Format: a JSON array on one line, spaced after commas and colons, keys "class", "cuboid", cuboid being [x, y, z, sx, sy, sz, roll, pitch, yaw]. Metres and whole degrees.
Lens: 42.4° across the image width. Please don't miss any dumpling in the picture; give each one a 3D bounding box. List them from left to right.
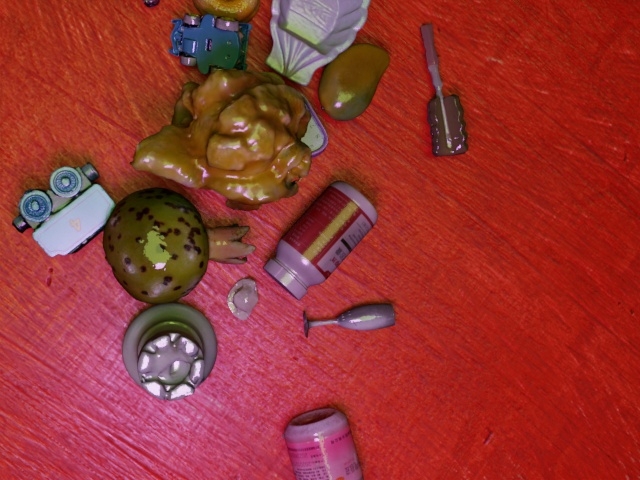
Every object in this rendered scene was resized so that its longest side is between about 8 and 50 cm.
[{"class": "dumpling", "cuboid": [-0.164, 0.124, 1.757, 0.052, 0.057, 0.076, -29, 127, -44]}]

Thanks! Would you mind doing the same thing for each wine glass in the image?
[{"class": "wine glass", "cuboid": [0.062, 0.169, 1.786, 0.198, 0.066, 0.066, -6, 91, -10]}]

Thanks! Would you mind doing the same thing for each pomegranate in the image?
[{"class": "pomegranate", "cuboid": [-0.298, -0.006, 1.663, 0.285, 0.231, 0.231, -28, 95, -39]}]

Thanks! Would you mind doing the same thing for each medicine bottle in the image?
[{"class": "medicine bottle", "cuboid": [0.000, 0.000, 1.739, 0.131, 0.131, 0.250, 42, 82, -8]}, {"class": "medicine bottle", "cuboid": [0.017, 0.488, 1.735, 0.147, 0.147, 0.247, -16, 93, -10]}]

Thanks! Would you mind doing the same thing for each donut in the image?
[{"class": "donut", "cuboid": [-0.197, -0.528, 1.743, 0.151, 0.058, 0.152, 0, 89, -8]}]

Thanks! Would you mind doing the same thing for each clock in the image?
[{"class": "clock", "cuboid": [-0.056, -0.240, 1.770, 0.110, 0.050, 0.153, -32, 95, -9]}]

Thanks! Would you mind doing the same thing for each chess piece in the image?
[{"class": "chess piece", "cuboid": [-0.290, 0.224, 1.598, 0.194, 0.299, 0.195, 0, 90, -10]}]

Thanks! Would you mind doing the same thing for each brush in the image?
[{"class": "brush", "cuboid": [0.263, -0.335, 1.827, 0.084, 0.071, 0.301, -9, 86, -7]}]

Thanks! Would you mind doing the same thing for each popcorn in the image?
[{"class": "popcorn", "cuboid": [-0.183, -0.215, 1.627, 0.321, 0.325, 0.290, 24, 101, -43]}]

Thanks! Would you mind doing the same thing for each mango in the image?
[{"class": "mango", "cuboid": [0.065, -0.347, 1.781, 0.122, 0.085, 0.191, 26, 75, -2]}]

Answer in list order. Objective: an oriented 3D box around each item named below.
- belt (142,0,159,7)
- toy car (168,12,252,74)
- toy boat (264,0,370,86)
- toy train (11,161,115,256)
[{"class": "belt", "cuboid": [-0.385, -0.600, 1.710, 0.071, 0.053, 0.232, -11, 92, -18]}, {"class": "toy car", "cuboid": [-0.228, -0.413, 1.733, 0.161, 0.098, 0.126, 16, 112, 18]}, {"class": "toy boat", "cuboid": [-0.016, -0.472, 1.754, 0.199, 0.100, 0.290, 28, 84, -9]}, {"class": "toy train", "cuboid": [-0.512, -0.061, 1.660, 0.198, 0.107, 0.154, -40, 104, -9]}]
